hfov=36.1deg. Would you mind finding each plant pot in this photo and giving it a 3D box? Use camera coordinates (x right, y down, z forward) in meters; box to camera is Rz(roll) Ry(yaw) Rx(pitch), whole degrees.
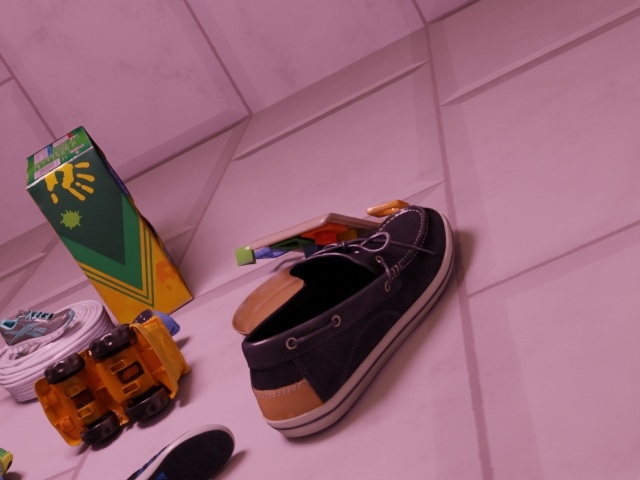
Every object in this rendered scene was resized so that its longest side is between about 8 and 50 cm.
[{"bbox_3d":[-0.042,0.097,1.674,0.236,0.032,0.236,-26,18,9],"label":"plant pot"}]

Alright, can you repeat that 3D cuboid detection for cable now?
[{"bbox_3d":[-0.539,0.224,2.004,0.257,0.089,0.257,-41,22,-32],"label":"cable"}]

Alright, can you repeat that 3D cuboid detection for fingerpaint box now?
[{"bbox_3d":[-0.464,-0.037,2.120,0.163,0.371,0.445,-33,18,-7],"label":"fingerpaint box"}]

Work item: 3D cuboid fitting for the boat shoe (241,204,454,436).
[{"bbox_3d":[0.050,0.069,1.420,0.187,0.156,0.500,-16,22,41],"label":"boat shoe"}]

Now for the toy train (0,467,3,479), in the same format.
[{"bbox_3d":[-0.544,0.378,1.517,0.184,0.105,0.080,21,43,40],"label":"toy train"}]

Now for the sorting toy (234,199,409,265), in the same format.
[{"bbox_3d":[0.000,0.000,1.760,0.348,0.047,0.196,-20,-13,34],"label":"sorting toy"}]

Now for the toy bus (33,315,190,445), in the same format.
[{"bbox_3d":[-0.335,0.220,1.646,0.220,0.149,0.211,-29,5,11],"label":"toy bus"}]

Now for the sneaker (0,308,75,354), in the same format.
[{"bbox_3d":[-0.564,0.165,1.932,0.167,0.076,0.065,-24,20,13],"label":"sneaker"}]

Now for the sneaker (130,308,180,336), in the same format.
[{"bbox_3d":[-0.343,0.209,1.807,0.209,0.082,0.069,-41,44,20],"label":"sneaker"}]

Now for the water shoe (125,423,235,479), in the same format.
[{"bbox_3d":[-0.210,0.308,1.313,0.203,0.073,0.080,-35,17,-15],"label":"water shoe"}]

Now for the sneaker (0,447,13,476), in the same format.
[{"bbox_3d":[-0.642,0.390,1.669,0.296,0.123,0.109,-16,23,35],"label":"sneaker"}]
